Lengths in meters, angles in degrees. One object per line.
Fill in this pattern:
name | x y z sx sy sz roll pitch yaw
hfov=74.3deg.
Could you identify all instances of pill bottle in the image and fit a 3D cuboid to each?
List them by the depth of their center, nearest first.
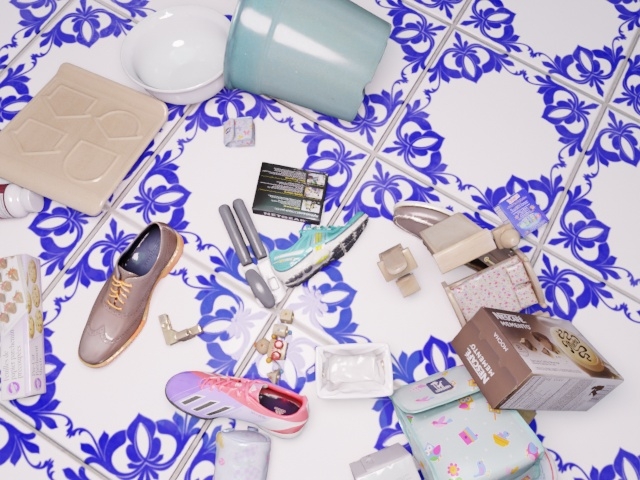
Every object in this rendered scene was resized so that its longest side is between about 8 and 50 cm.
pill bottle | 0.419 0.500 0.923 0.160 0.087 0.087 -4 75 -3
pill bottle | -0.772 -0.096 1.032 0.151 0.086 0.086 -5 75 -5

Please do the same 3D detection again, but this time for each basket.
basket | 0.070 0.293 0.955 0.167 0.103 0.113 -1 75 -4

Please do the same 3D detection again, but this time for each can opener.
can opener | -0.166 0.028 1.019 0.076 0.095 0.284 -24 84 -9

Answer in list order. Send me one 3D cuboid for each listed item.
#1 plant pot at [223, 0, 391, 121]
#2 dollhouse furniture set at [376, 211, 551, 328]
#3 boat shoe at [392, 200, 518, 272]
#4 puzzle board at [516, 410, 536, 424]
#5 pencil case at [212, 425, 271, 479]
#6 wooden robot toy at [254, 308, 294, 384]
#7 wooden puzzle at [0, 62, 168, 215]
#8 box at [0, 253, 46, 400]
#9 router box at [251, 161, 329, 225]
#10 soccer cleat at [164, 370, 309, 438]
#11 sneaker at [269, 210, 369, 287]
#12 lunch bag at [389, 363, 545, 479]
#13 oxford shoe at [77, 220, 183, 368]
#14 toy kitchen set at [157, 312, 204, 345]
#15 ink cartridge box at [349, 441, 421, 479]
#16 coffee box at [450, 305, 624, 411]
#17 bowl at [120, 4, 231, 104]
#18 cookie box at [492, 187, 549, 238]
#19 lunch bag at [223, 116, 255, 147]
plant pot | -0.023 -0.480 1.060 0.334 0.341 0.341 22 75 -4
dollhouse furniture set | 0.339 0.138 0.931 0.303 0.174 0.356 -27 103 9
boat shoe | 0.323 0.001 1.042 0.324 0.116 0.097 23 72 -2
puzzle board | 0.428 0.396 0.991 0.128 0.011 0.096 43 78 9
pencil case | -0.182 0.537 0.873 0.124 0.113 0.273 6 75 5
wooden robot toy | -0.117 0.240 0.982 0.079 0.076 0.173 9 74 11
wooden puzzle | -0.606 -0.256 1.074 0.322 0.080 0.348 22 69 3
box | -0.684 0.193 0.969 0.063 0.067 0.324 -11 75 -5
router box | -0.077 -0.121 1.090 0.178 0.046 0.133 11 75 0
soccer cleat | -0.177 0.334 0.911 0.318 0.116 0.109 17 41 0
sneaker | 0.000 0.000 1.031 0.275 0.107 0.110 -32 70 -14
lunch bag | 0.289 0.391 0.891 0.223 0.160 0.262 -20 40 -4
oxford shoe | -0.452 0.114 0.965 0.129 0.133 0.364 23 75 3
toy kitchen set | -0.328 0.195 0.982 0.083 0.068 0.075 -21 77 -8
ink cartridge box | 0.153 0.540 0.879 0.127 0.128 0.176 -20 77 -8
coffee box | 0.449 0.251 0.884 0.297 0.119 0.168 13 32 -26
bowl | -0.353 -0.462 1.114 0.297 0.134 0.298 -1 66 2
cookie box | 0.524 -0.069 1.105 0.091 0.040 0.107 -30 79 -10
lunch bag | -0.219 -0.288 1.126 0.083 0.053 0.071 -3 74 6
